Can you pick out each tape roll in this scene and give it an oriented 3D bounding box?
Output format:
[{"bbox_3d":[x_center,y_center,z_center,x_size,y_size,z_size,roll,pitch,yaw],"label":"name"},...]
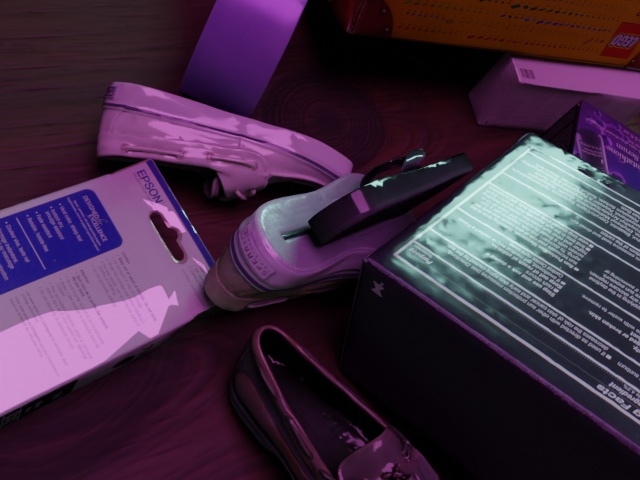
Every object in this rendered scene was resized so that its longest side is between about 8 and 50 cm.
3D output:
[{"bbox_3d":[-0.076,-0.228,0.810,0.080,0.189,0.189,26,55,-12],"label":"tape roll"}]

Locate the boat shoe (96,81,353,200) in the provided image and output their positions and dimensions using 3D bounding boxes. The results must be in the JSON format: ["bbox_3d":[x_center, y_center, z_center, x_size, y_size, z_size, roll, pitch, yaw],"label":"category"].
[{"bbox_3d":[-0.096,-0.083,0.786,0.268,0.096,0.088,15,86,-26],"label":"boat shoe"}]

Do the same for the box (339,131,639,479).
[{"bbox_3d":[0.226,0.083,0.742,0.296,0.182,0.294,36,49,25],"label":"box"}]

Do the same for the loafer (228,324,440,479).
[{"bbox_3d":[0.020,0.178,0.646,0.267,0.084,0.096,38,47,25],"label":"loafer"}]

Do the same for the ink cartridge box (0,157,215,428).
[{"bbox_3d":[-0.253,0.058,0.643,0.333,0.065,0.165,-25,77,-33],"label":"ink cartridge box"}]

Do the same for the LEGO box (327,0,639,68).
[{"bbox_3d":[0.221,-0.430,1.012,0.500,0.193,0.372,-1,47,-26],"label":"LEGO box"}]

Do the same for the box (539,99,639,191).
[{"bbox_3d":[0.347,-0.048,0.969,0.153,0.108,0.207,28,54,-11],"label":"box"}]

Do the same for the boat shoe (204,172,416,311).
[{"bbox_3d":[0.000,0.000,0.761,0.302,0.094,0.109,-9,70,-56],"label":"boat shoe"}]

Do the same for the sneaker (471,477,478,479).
[{"bbox_3d":[0.084,0.266,0.679,0.225,0.088,0.092,-22,73,-34],"label":"sneaker"}]

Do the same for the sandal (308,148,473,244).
[{"bbox_3d":[0.074,-0.059,0.729,0.254,0.097,0.054,-21,80,-58],"label":"sandal"}]

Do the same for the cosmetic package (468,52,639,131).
[{"bbox_3d":[0.334,-0.200,1.054,0.239,0.099,0.060,2,60,-26],"label":"cosmetic package"}]

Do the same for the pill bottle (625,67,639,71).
[{"bbox_3d":[0.554,-0.326,1.228,0.103,0.103,0.184,39,54,-2],"label":"pill bottle"}]
